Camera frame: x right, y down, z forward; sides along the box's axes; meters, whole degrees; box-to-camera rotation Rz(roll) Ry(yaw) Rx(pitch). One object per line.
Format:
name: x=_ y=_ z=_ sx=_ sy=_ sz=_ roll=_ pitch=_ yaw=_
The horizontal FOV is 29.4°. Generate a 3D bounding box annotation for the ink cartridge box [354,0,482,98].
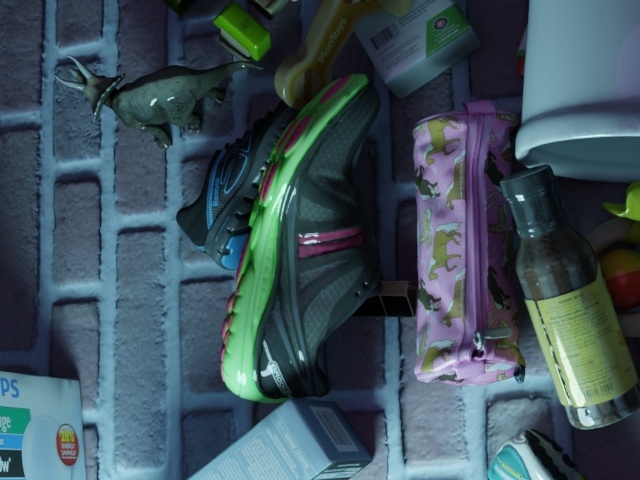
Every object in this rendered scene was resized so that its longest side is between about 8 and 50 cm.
ink cartridge box: x=0.123 y=-0.345 z=1.832 sx=0.153 sy=0.087 sz=0.208 roll=-32 pitch=70 yaw=13

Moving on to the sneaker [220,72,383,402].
sneaker: x=0.000 y=0.000 z=1.721 sx=0.202 sy=0.185 sz=0.483 roll=15 pitch=99 yaw=-10

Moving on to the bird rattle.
bird rattle: x=0.443 y=0.049 z=1.639 sx=0.207 sy=0.143 sz=0.254 roll=-22 pitch=89 yaw=32

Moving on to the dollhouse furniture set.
dollhouse furniture set: x=-0.077 y=-0.445 z=1.938 sx=0.197 sy=0.151 sz=0.301 roll=41 pitch=79 yaw=-1

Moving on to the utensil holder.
utensil holder: x=0.426 y=-0.287 z=1.566 sx=0.327 sy=0.327 sz=0.386 roll=2 pitch=83 yaw=22

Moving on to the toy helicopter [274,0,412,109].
toy helicopter: x=0.029 y=-0.348 z=1.704 sx=0.140 sy=0.235 sz=0.355 roll=43 pitch=108 yaw=44

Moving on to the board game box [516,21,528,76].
board game box: x=0.378 y=-0.350 z=1.765 sx=0.124 sy=0.039 sz=0.260 roll=18 pitch=89 yaw=23

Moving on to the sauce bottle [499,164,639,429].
sauce bottle: x=0.324 y=0.071 z=1.600 sx=0.111 sy=0.111 sz=0.344 roll=-17 pitch=98 yaw=18

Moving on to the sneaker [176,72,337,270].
sneaker: x=-0.099 y=-0.129 z=1.859 sx=0.139 sy=0.125 sz=0.341 roll=33 pitch=89 yaw=33

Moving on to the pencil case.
pencil case: x=0.203 y=0.006 z=1.687 sx=0.167 sy=0.160 sz=0.386 roll=-11 pitch=73 yaw=43

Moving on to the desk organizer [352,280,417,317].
desk organizer: x=0.074 y=0.085 z=1.792 sx=0.130 sy=0.047 sz=0.050 roll=0 pitch=82 yaw=21

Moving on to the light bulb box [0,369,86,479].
light bulb box: x=-0.524 y=0.382 z=1.799 sx=0.225 sy=0.358 sz=0.361 roll=-11 pitch=77 yaw=17

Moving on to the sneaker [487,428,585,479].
sneaker: x=0.327 y=0.384 z=1.624 sx=0.110 sy=0.107 sz=0.275 roll=-48 pitch=61 yaw=28

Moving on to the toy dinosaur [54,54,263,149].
toy dinosaur: x=-0.244 y=-0.222 z=1.913 sx=0.313 sy=0.160 sz=0.121 roll=-2 pitch=79 yaw=22

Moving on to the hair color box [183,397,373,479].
hair color box: x=-0.123 y=0.380 z=1.736 sx=0.374 sy=0.185 sz=0.114 roll=-39 pitch=70 yaw=11
